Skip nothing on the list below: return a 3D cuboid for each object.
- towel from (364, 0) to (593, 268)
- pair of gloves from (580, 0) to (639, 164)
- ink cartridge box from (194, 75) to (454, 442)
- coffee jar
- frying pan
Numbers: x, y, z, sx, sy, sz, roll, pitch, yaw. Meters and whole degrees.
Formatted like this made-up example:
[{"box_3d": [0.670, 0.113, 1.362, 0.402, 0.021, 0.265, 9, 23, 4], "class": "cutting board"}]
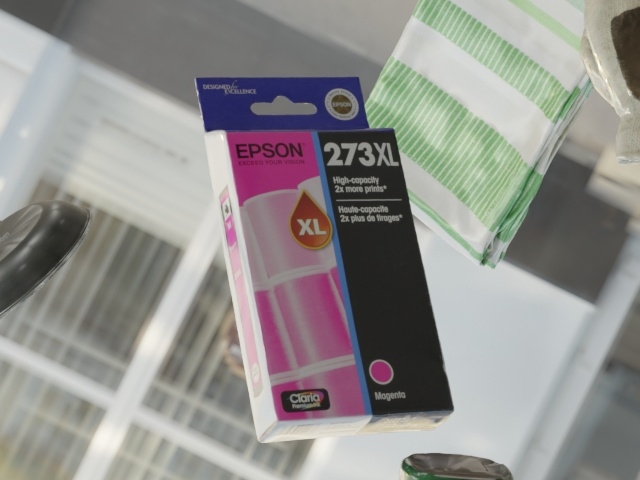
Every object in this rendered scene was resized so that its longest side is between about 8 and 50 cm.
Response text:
[{"box_3d": [0.165, -0.168, 1.948, 0.038, 0.325, 0.248, 4, -152, -49], "class": "towel"}, {"box_3d": [0.253, -0.136, 1.005, 0.240, 0.204, 0.042, -11, 149, 8], "class": "pair of gloves"}, {"box_3d": [0.000, 0.000, 1.769, 0.175, 0.371, 0.069, -2, 155, -22], "class": "ink cartridge box"}, {"box_3d": [0.106, 0.276, 1.613, 0.096, 0.184, 0.079, 4, -171, -7], "class": "coffee jar"}, {"box_3d": [-0.309, -0.004, 1.957, 0.053, 0.197, 0.326, 51, -162, -21], "class": "frying pan"}]
